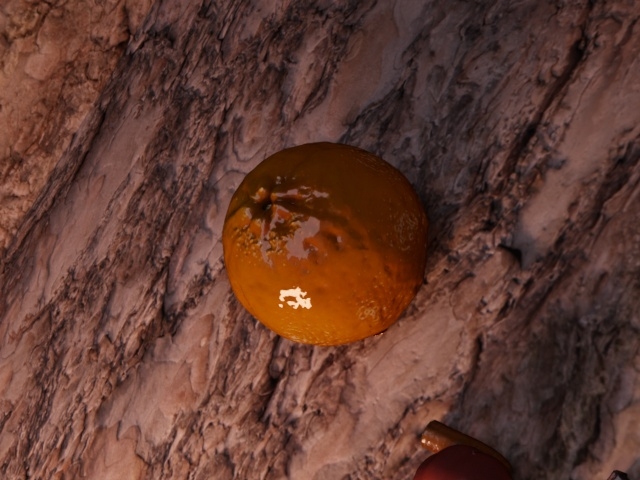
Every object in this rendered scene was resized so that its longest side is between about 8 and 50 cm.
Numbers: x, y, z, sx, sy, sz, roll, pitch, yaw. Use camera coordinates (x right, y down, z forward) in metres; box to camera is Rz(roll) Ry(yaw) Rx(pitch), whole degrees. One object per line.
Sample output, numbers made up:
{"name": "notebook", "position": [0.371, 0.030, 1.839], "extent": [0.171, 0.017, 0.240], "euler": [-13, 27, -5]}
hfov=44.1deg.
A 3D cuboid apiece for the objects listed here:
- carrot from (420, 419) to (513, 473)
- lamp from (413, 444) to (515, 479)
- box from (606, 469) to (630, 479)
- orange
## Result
{"name": "carrot", "position": [0.212, 0.301, 1.136], "extent": [0.139, 0.048, 0.048], "euler": [16, 79, 39]}
{"name": "lamp", "position": [0.203, 0.362, 1.054], "extent": [0.182, 0.140, 0.182], "euler": [16, 110, 52]}
{"name": "box", "position": [0.373, 0.339, 0.984], "extent": [0.063, 0.060, 0.085], "euler": [38, 94, 38]}
{"name": "orange", "position": [0.000, 0.000, 1.278], "extent": [0.340, 0.293, 0.341], "euler": [-15, 61, 30]}
